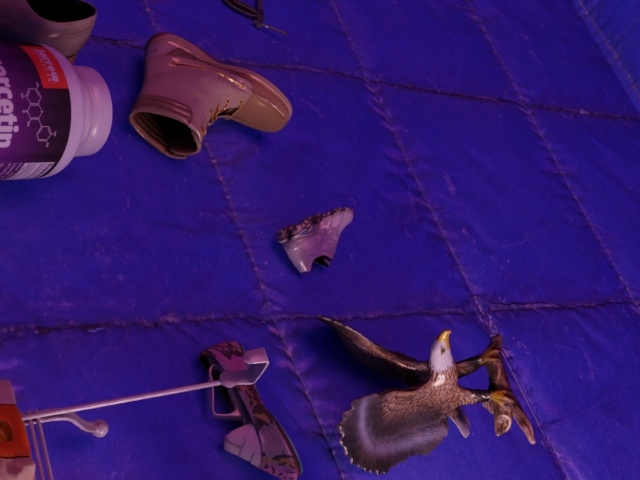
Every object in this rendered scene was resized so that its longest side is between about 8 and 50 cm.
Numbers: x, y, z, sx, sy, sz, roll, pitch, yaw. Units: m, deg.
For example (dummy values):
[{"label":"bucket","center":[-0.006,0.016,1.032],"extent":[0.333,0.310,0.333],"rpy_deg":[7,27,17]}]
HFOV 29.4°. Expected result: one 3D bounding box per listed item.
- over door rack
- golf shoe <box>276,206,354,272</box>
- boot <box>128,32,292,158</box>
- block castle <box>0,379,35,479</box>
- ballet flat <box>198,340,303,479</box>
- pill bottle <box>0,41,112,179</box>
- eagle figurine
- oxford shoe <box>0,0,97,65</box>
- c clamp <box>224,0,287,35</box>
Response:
[{"label":"over door rack","center":[-0.186,0.283,1.390],"extent":[0.324,0.108,0.239],"rpy_deg":[-13,61,-13]},{"label":"golf shoe","center":[0.000,0.000,1.951],"extent":[0.176,0.069,0.086],"rpy_deg":[-26,97,-49]},{"label":"boot","center":[-0.170,-0.198,1.922],"extent":[0.262,0.095,0.203],"rpy_deg":[28,40,-21]},{"label":"block castle","center":[-0.459,0.177,1.106],"extent":[0.213,0.303,0.453],"rpy_deg":[13,45,-53]},{"label":"ballet flat","center":[-0.104,0.233,1.624],"extent":[0.079,0.077,0.221],"rpy_deg":[-13,60,-29]},{"label":"pill bottle","center":[-0.432,-0.166,1.564],"extent":[0.323,0.181,0.181],"rpy_deg":[-8,62,-47]},{"label":"eagle figurine","center":[0.141,0.212,1.818],"extent":[0.299,0.225,0.226],"rpy_deg":[-4,11,-13]},{"label":"oxford shoe","center":[-0.483,-0.348,1.723],"extent":[0.348,0.130,0.123],"rpy_deg":[11,49,-38]},{"label":"c clamp","center":[-0.130,-0.454,2.261],"extent":[0.137,0.022,0.160],"rpy_deg":[15,48,-28]}]
